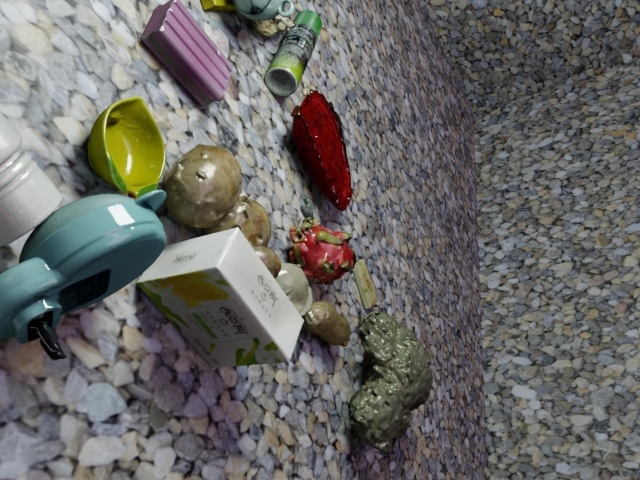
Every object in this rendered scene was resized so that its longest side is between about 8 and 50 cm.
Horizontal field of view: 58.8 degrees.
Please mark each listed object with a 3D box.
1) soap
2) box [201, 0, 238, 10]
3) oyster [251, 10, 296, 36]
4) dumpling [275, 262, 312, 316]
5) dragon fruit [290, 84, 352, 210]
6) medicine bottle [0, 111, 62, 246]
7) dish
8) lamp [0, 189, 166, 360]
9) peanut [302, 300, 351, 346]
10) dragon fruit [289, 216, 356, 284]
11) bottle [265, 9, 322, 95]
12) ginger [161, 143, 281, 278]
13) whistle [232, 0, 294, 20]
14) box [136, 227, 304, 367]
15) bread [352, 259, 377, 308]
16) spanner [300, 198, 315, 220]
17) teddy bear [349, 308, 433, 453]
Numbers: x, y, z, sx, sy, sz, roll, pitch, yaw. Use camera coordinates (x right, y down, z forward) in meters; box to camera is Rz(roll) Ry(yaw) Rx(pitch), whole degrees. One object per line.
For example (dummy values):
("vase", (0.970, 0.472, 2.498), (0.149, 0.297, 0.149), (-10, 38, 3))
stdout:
("soap", (-0.279, -0.398, 1.211), (0.203, 0.065, 0.122), (48, 41, -43))
("box", (-0.270, -0.697, 1.363), (0.153, 0.041, 0.279), (-40, 115, -59))
("oyster", (-0.136, -0.607, 1.551), (0.133, 0.072, 0.209), (42, 25, -25))
("dumpling", (-0.092, 0.118, 1.315), (0.199, 0.118, 0.136), (30, 49, -27))
("dragon fruit", (0.002, -0.271, 1.632), (0.344, 0.100, 0.282), (64, 30, -29))
("medicine bottle", (-0.455, -0.114, 0.723), (0.237, 0.139, 0.139), (60, 34, -32))
("dish", (-0.347, -0.152, 0.986), (0.149, 0.080, 0.208), (38, 46, -55))
("lamp", (-0.345, 0.035, 0.810), (0.147, 0.209, 0.284), (36, 54, -2))
("peanut", (0.019, 0.217, 1.491), (0.214, 0.099, 0.100), (43, 44, -44))
("dragon fruit", (0.000, 0.024, 1.468), (0.167, 0.160, 0.172), (-53, 137, 1))
("bottle", (-0.069, -0.540, 1.611), (0.093, 0.093, 0.330), (55, 37, -36))
("ginger", (-0.186, -0.048, 1.143), (0.304, 0.155, 0.245), (55, 8, -21))
("whistle", (-0.169, -0.631, 1.368), (0.289, 0.163, 0.163), (43, 27, 12))
("box", (-0.181, 0.117, 1.065), (0.260, 0.194, 0.111), (59, 34, -30))
("bread", (0.141, 0.138, 1.805), (0.068, 0.028, 0.154), (-28, 103, -58))
("spanner", (0.000, 0.000, 1.616), (0.255, 0.015, 0.054), (68, 28, -19))
("teddy bear", (0.176, 0.423, 1.635), (0.367, 0.224, 0.358), (-32, 110, -44))
